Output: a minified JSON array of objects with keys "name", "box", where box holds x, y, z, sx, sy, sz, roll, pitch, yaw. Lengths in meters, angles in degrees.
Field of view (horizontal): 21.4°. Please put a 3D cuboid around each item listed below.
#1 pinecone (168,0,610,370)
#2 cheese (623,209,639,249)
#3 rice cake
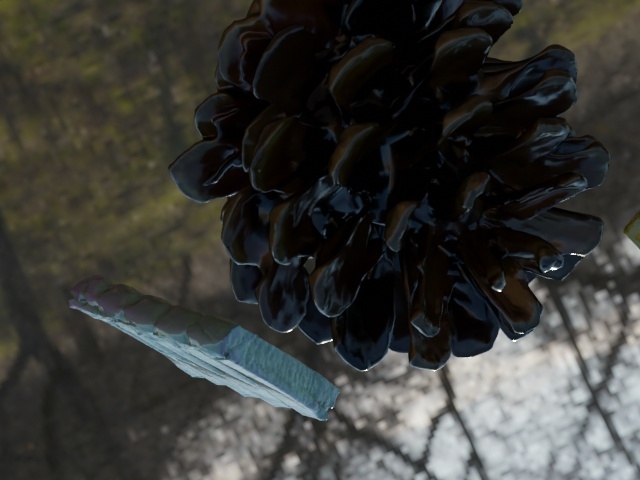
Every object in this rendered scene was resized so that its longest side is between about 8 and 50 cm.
[{"name":"pinecone","box":[0.045,-0.042,0.982,0.264,0.264,0.264,-25,179,0]},{"name":"cheese","box":[0.287,-0.012,1.215,0.126,0.093,0.171,-40,177,4]},{"name":"rice cake","box":[-0.090,0.086,1.358,0.189,0.037,0.198,15,167,38]}]
